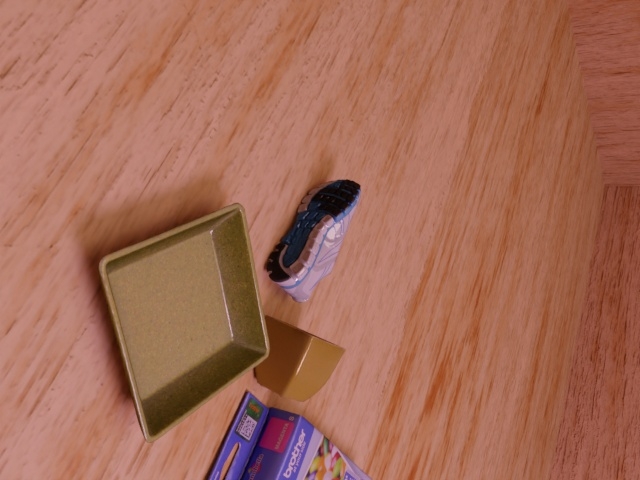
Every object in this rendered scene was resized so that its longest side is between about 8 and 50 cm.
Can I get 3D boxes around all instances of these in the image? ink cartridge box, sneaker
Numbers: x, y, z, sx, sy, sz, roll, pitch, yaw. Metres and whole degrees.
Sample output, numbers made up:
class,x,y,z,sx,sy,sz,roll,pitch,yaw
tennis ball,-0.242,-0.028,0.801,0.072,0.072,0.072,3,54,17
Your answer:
class,x,y,z,sx,sy,sz,roll,pitch,yaw
ink cartridge box,-0.034,0.347,0.786,0.311,0.065,0.186,53,51,-41
sneaker,0.000,0.000,0.807,0.190,0.071,0.083,-55,141,-25

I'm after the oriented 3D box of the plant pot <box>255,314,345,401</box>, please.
class,x,y,z,sx,sy,sz,roll,pitch,yaw
plant pot,-0.034,0.152,0.755,0.081,0.081,0.083,32,79,-51

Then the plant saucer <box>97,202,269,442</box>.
class,x,y,z,sx,sy,sz,roll,pitch,yaw
plant saucer,-0.140,0.073,0.622,0.188,0.045,0.188,-29,117,-50
